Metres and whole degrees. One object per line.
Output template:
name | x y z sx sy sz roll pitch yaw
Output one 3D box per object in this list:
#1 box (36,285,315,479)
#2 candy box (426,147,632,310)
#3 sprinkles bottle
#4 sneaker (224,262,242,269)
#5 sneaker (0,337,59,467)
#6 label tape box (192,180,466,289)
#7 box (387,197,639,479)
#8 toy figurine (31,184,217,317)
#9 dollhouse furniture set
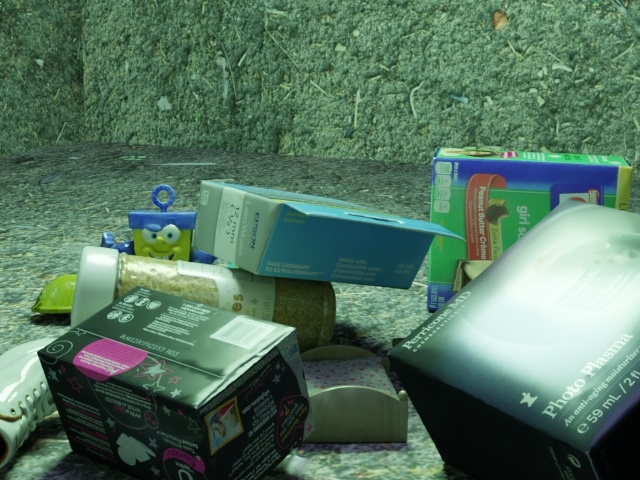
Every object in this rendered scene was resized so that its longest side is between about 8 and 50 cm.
box | -0.153 0.164 1.099 0.247 0.142 0.163 12 33 37
candy box | 0.342 -0.012 1.691 0.317 0.268 0.122 3 16 8
sprinkles bottle | -0.161 0.090 1.412 0.355 0.121 0.121 8 11 -13
sneaker | -0.124 0.077 1.572 0.275 0.110 0.107 0 -31 -34
sneaker | -0.346 0.200 1.131 0.123 0.106 0.290 25 29 30
label tape box | 0.000 0.000 1.427 0.249 0.115 0.348 7 7 -29
box | 0.281 0.126 1.025 0.296 0.183 0.294 -39 27 -19
toy figurine | -0.280 0.012 1.659 0.362 0.217 0.191 1 13 0
dollhouse furniture set | 0.058 0.119 1.310 0.355 0.174 0.303 0 12 -5
